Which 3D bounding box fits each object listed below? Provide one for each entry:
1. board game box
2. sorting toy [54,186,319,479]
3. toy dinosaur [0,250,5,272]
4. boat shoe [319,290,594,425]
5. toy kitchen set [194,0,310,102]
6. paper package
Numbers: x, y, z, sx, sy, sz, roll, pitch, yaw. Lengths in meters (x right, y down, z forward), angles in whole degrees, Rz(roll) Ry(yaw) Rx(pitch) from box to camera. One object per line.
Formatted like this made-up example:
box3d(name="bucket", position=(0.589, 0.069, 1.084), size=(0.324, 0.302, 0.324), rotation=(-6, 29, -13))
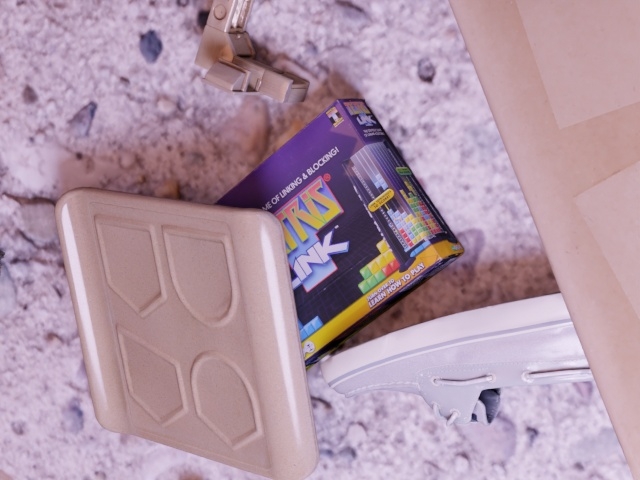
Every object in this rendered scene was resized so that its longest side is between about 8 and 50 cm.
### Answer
box3d(name="board game box", position=(0.000, 0.000, 1.160), size=(0.170, 0.048, 0.141), rotation=(-39, 78, 26))
box3d(name="sorting toy", position=(-0.093, 0.111, 1.209), size=(0.229, 0.041, 0.307), rotation=(6, 113, 41))
box3d(name="toy dinosaur", position=(-0.375, 0.044, 1.364), size=(0.268, 0.064, 0.118), rotation=(8, 85, 28))
box3d(name="boat shoe", position=(0.105, 0.091, 1.095), size=(0.227, 0.079, 0.081), rotation=(-16, 84, 26))
box3d(name="toy kitchen set", position=(-0.052, -0.149, 1.158), size=(0.083, 0.068, 0.075), rotation=(26, 108, 23))
box3d(name="paper package", position=(0.226, -0.060, 0.879), size=(0.168, 0.309, 0.325), rotation=(-23, 85, 25))
